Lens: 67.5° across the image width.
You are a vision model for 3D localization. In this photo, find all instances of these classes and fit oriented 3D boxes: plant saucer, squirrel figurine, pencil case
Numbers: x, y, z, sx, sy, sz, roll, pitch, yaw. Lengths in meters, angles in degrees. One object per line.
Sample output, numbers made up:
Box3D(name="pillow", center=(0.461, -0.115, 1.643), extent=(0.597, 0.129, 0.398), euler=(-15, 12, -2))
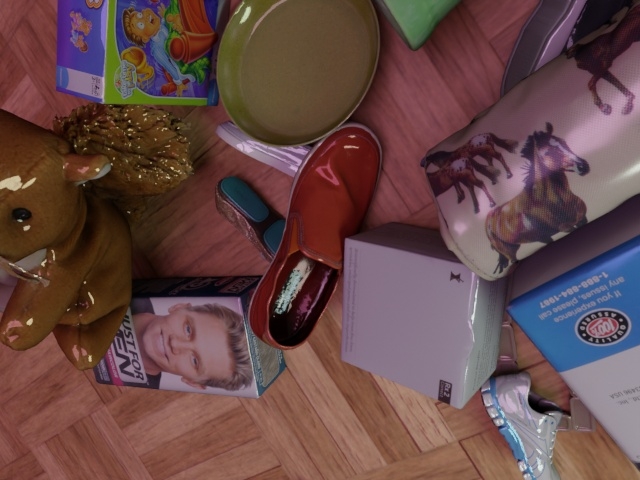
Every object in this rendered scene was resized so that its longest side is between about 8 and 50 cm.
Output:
Box3D(name="plant saucer", center=(-0.031, -0.242, 0.646), extent=(0.240, 0.037, 0.241), euler=(-1, 87, 23))
Box3D(name="squirrel figurine", center=(-0.360, -0.062, 0.649), extent=(0.280, 0.397, 0.370), euler=(28, 146, -1))
Box3D(name="pencil case", center=(0.284, -0.131, 0.418), extent=(0.410, 0.183, 0.160), euler=(-39, 95, 31))

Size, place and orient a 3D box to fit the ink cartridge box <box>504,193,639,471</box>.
Box3D(name="ink cartridge box", center=(0.424, 0.112, 0.461), extent=(0.285, 0.166, 0.395), euler=(-38, 94, 34))

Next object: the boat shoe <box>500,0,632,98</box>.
Box3D(name="boat shoe", center=(0.287, -0.266, 0.477), extent=(0.091, 0.114, 0.303), euler=(11, 132, -8))

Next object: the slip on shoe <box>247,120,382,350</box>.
Box3D(name="slip on shoe", center=(0.000, 0.000, 0.648), extent=(0.123, 0.101, 0.332), euler=(23, 94, -22))

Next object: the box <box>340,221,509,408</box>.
Box3D(name="box", center=(0.132, 0.084, 0.623), extent=(0.181, 0.119, 0.181), euler=(14, 109, 36))

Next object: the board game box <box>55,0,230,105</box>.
Box3D(name="board game box", center=(-0.205, -0.354, 0.606), extent=(0.078, 0.233, 0.347), euler=(19, 111, 17))

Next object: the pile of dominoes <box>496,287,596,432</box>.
Box3D(name="pile of dominoes", center=(0.334, 0.143, 0.637), extent=(0.195, 0.040, 0.251), euler=(-6, 110, 24))

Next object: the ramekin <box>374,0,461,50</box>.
Box3D(name="ramekin", center=(0.064, -0.357, 0.463), extent=(0.148, 0.303, 0.303), euler=(-35, 89, 19))

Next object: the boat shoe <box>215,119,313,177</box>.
Box3D(name="boat shoe", center=(-0.065, -0.142, 0.701), extent=(0.184, 0.066, 0.063), euler=(28, 103, 15))

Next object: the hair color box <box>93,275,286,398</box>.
Box3D(name="hair color box", center=(-0.246, 0.160, 0.834), extent=(0.346, 0.105, 0.174), euler=(-4, 103, 23))

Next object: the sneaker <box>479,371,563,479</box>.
Box3D(name="sneaker", center=(0.291, 0.258, 0.642), extent=(0.082, 0.071, 0.191), euler=(-28, 100, 23))

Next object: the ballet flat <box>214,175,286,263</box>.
Box3D(name="ballet flat", center=(-0.088, -0.014, 0.752), extent=(0.206, 0.073, 0.067), euler=(48, 143, 7))
